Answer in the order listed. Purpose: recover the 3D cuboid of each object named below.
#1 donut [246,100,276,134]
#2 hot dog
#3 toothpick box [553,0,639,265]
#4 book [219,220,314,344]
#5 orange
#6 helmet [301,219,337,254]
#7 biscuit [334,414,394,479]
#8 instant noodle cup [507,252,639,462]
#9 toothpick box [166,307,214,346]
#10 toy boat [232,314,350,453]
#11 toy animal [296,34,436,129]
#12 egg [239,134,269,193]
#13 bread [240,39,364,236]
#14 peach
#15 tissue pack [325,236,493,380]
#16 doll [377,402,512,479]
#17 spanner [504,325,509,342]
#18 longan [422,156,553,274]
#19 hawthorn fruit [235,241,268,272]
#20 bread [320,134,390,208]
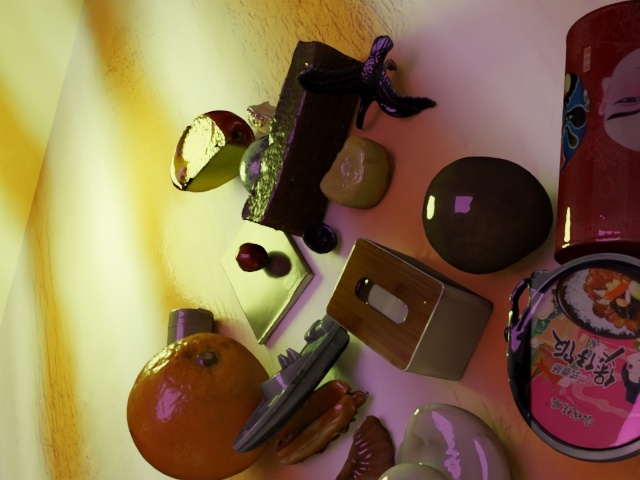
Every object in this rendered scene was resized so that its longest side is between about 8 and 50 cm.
[{"bbox_3d":[-0.078,-0.281,1.845,0.108,0.166,0.065,48,145,42],"label":"donut"},{"bbox_3d":[-0.007,0.350,1.548,0.269,0.072,0.109,-41,49,36],"label":"hot dog"},{"bbox_3d":[0.431,-0.131,1.098,0.204,0.204,0.333,-11,67,49],"label":"toothpick box"},{"bbox_3d":[-0.133,0.061,1.867,0.217,0.021,0.310,-55,40,21],"label":"book"},{"bbox_3d":[-0.241,0.342,1.649,0.312,0.312,0.312,-24,57,44],"label":"orange"},{"bbox_3d":[0.001,0.001,1.702,0.065,0.049,0.084,-39,68,-9],"label":"helmet"},{"bbox_3d":[0.071,0.408,1.435,0.118,0.061,0.183,32,100,51],"label":"biscuit"},{"bbox_3d":[0.397,0.161,1.032,0.258,0.181,0.302,-51,42,23],"label":"instant noodle cup"},{"bbox_3d":[-0.317,0.261,1.937,0.111,0.111,0.181,-21,60,45],"label":"toothpick box"},{"bbox_3d":[-0.063,0.272,1.515,0.319,0.092,0.141,-50,4,-31],"label":"toy boat"},{"bbox_3d":[0.112,-0.311,1.655,0.272,0.197,0.160,20,70,11],"label":"toy animal"},{"bbox_3d":[-0.118,-0.172,1.856,0.132,0.132,0.172,-26,41,43],"label":"egg"},{"bbox_3d":[-0.033,-0.218,1.746,0.113,0.165,0.416,14,85,47],"label":"bread"},{"bbox_3d":[-0.272,-0.225,2.052,0.267,0.154,0.159,-43,54,40],"label":"peach"},{"bbox_3d":[0.150,0.118,1.397,0.246,0.136,0.159,31,99,52],"label":"tissue pack"},{"bbox_3d":[0.166,0.370,1.211,0.221,0.221,0.251,-17,62,47],"label":"doll"},{"bbox_3d":[0.365,0.135,1.223,0.208,0.012,0.046,-16,64,47],"label":"spanner"},{"bbox_3d":[0.261,-0.040,1.288,0.212,0.198,0.198,-4,72,49],"label":"longan"},{"bbox_3d":[-0.155,0.038,1.832,0.077,0.077,0.077,-24,57,44],"label":"hawthorn fruit"},{"bbox_3d":[0.076,-0.128,1.637,0.156,0.086,0.125,-54,50,27],"label":"bread"}]
